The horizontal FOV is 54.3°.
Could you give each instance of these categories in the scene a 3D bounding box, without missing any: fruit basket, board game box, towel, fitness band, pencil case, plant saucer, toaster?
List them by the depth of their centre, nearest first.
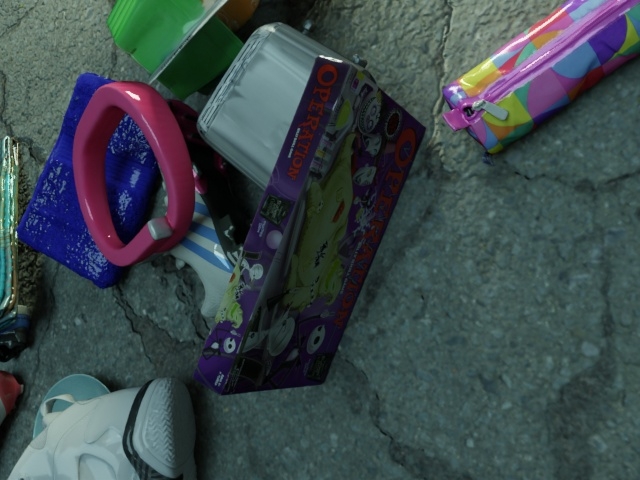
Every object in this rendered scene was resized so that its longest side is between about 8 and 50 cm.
[{"bbox_3d":[0.241,-0.184,0.652,0.236,0.104,0.104,-36,67,18],"label":"pencil case"},{"bbox_3d":[0.000,0.000,0.693,0.056,0.208,0.346,23,94,27],"label":"board game box"},{"bbox_3d":[-0.047,-0.153,0.769,0.146,0.129,0.227,37,105,4],"label":"toaster"},{"bbox_3d":[-0.252,-0.078,0.806,0.291,0.054,0.209,-28,84,52],"label":"fitness band"},{"bbox_3d":[-0.114,-0.354,0.819,0.353,0.165,0.327,-42,33,1],"label":"fruit basket"},{"bbox_3d":[-0.353,0.299,0.938,0.195,0.037,0.195,-5,80,29],"label":"plant saucer"},{"bbox_3d":[-0.357,-0.102,0.983,0.228,0.076,0.308,22,93,31],"label":"towel"},{"bbox_3d":[-0.627,0.020,1.097,0.271,0.040,0.370,-28,59,22],"label":"towel"}]

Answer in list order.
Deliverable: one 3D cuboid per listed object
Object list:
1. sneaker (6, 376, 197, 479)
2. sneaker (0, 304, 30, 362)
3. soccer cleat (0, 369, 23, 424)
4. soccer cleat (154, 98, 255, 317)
[{"bbox_3d":[-0.274,0.364,0.797,0.210,0.137,0.365,-4,74,7],"label":"sneaker"},{"bbox_3d":[-0.557,0.167,1.060,0.152,0.058,0.084,-16,66,19],"label":"sneaker"},{"bbox_3d":[-0.575,0.327,1.023,0.083,0.095,0.248,25,94,30],"label":"soccer cleat"},{"bbox_3d":[-0.175,-0.046,0.853,0.143,0.116,0.331,-44,61,28],"label":"soccer cleat"}]
